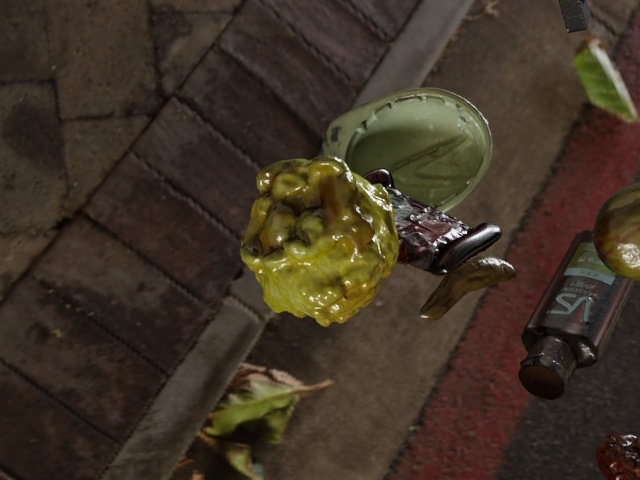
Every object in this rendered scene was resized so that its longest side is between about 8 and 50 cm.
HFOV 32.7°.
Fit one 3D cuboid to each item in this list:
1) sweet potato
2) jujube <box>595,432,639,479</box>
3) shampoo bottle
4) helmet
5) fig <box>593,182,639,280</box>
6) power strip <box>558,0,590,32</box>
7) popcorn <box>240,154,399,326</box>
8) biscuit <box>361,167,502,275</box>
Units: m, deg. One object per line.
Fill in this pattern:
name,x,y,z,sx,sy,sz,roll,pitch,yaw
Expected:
sweet potato,0.209,0.063,1.601,0.182,0.054,0.053,-27,53,-26
jujube,0.358,0.254,1.195,0.077,0.129,0.077,-16,119,-31
shampoo bottle,0.397,0.108,1.688,0.323,0.129,0.084,-50,141,-39
helmet,0.140,-0.118,1.680,0.258,0.137,0.204,-7,78,12
fig,0.473,-0.045,1.454,0.149,0.245,0.149,24,43,-24
power strip,0.308,-0.310,1.348,0.111,0.029,0.038,61,35,-40
popcorn,-0.004,-0.001,1.230,0.155,0.198,0.197,7,71,-65
biscuit,0.116,-0.020,1.448,0.151,0.235,0.063,-26,133,-43
